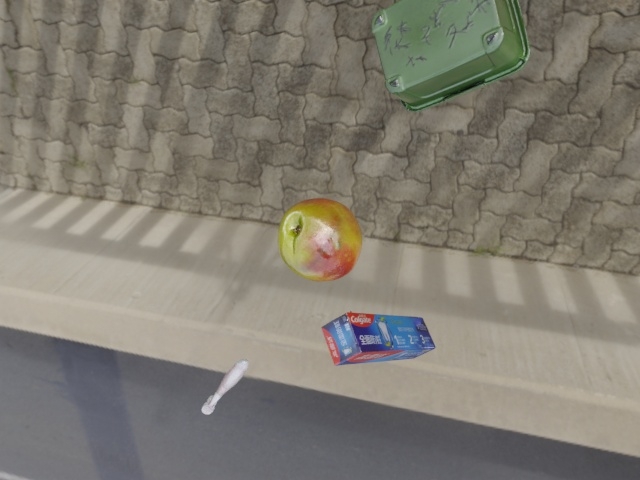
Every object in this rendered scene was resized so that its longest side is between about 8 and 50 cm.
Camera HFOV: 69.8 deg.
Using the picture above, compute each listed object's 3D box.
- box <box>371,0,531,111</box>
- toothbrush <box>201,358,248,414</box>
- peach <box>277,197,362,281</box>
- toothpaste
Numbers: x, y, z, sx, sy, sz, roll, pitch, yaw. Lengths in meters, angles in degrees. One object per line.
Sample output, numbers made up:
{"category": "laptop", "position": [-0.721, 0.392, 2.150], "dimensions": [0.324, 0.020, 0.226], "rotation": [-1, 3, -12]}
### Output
{"category": "box", "position": [0.289, -0.472, 1.080], "dimensions": [0.328, 0.177, 0.253], "rotation": [-16, 88, 37]}
{"category": "toothbrush", "position": [-0.178, 0.271, 0.852], "dimensions": [0.025, 0.030, 0.307], "rotation": [32, 139, -4]}
{"category": "peach", "position": [0.000, 0.000, 1.236], "dimensions": [0.230, 0.231, 0.231], "rotation": [7, 125, 10]}
{"category": "toothpaste", "position": [0.127, 0.193, 0.906], "dimensions": [0.066, 0.076, 0.320], "rotation": [-34, 152, 27]}
